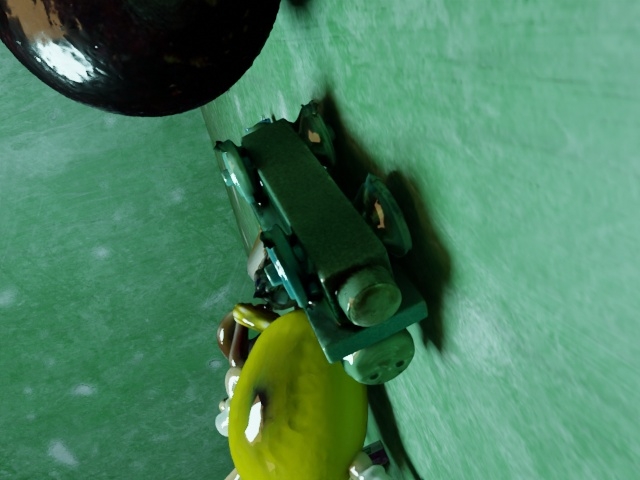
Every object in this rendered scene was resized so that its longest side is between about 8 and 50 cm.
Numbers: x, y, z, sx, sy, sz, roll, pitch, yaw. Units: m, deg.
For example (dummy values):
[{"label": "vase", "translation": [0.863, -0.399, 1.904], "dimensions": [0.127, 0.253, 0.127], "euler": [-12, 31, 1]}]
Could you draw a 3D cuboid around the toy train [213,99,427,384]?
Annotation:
[{"label": "toy train", "translation": [0.000, 0.000, 0.556], "dimensions": [0.298, 0.120, 0.194], "euler": [-121, 9, -49]}]

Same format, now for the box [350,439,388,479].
[{"label": "box", "translation": [0.079, 0.389, 0.991], "dimensions": [0.207, 0.050, 0.041], "euler": [90, 158, -60]}]

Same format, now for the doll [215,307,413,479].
[{"label": "doll", "translation": [-0.039, 0.311, 0.816], "dimensions": [0.161, 0.423, 0.348], "euler": [6, -133, -56]}]

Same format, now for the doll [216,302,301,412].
[{"label": "doll", "translation": [-0.064, 0.226, 1.081], "dimensions": [0.318, 0.209, 0.339], "euler": [41, -175, -13]}]

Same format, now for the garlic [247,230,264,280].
[{"label": "garlic", "translation": [-0.071, 0.015, 1.042], "dimensions": [0.148, 0.129, 0.267], "euler": [60, 160, -4]}]

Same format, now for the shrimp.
[{"label": "shrimp", "translation": [-0.063, 0.020, 0.803], "dimensions": [0.317, 0.062, 0.164], "euler": [-73, -34, -86]}]

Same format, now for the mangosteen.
[{"label": "mangosteen", "translation": [-0.173, -0.251, 0.511], "dimensions": [0.288, 0.288, 0.287], "euler": [161, 90, -80]}]

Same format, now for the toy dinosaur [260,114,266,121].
[{"label": "toy dinosaur", "translation": [-0.093, -0.170, 0.976], "dimensions": [0.083, 0.021, 0.062], "euler": [88, 167, -47]}]

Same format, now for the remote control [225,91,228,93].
[{"label": "remote control", "translation": [-0.212, -0.387, 1.199], "dimensions": [0.261, 0.029, 0.067], "euler": [116, 134, -78]}]

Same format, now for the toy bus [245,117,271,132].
[{"label": "toy bus", "translation": [-0.083, -0.144, 0.894], "dimensions": [0.038, 0.046, 0.083], "euler": [-161, 52, -77]}]
